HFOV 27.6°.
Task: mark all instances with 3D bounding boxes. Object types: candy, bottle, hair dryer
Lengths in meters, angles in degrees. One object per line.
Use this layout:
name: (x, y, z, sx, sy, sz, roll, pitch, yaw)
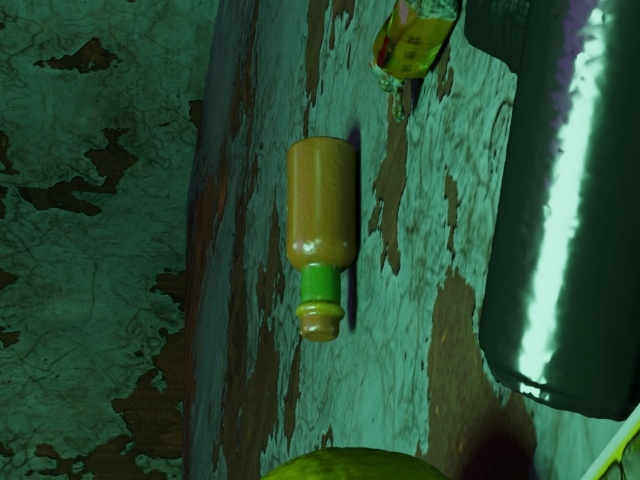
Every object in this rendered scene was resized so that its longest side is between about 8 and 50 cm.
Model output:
candy: (0.067, -0.153, 0.947, 0.182, 0.046, 0.053, 114, 157, -56)
bottle: (0.000, 0.000, 1.194, 0.069, 0.069, 0.187, 118, 155, -66)
hair dryer: (0.102, -0.069, 0.508, 0.251, 0.089, 0.197, -106, 21, -70)

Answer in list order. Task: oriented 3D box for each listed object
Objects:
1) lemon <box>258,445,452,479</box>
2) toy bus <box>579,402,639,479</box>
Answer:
lemon: (0.015, 0.206, 0.700, 0.244, 0.186, 0.187, 101, 170, -69)
toy bus: (0.118, 0.116, 0.442, 0.226, 0.081, 0.074, 107, 165, -50)
